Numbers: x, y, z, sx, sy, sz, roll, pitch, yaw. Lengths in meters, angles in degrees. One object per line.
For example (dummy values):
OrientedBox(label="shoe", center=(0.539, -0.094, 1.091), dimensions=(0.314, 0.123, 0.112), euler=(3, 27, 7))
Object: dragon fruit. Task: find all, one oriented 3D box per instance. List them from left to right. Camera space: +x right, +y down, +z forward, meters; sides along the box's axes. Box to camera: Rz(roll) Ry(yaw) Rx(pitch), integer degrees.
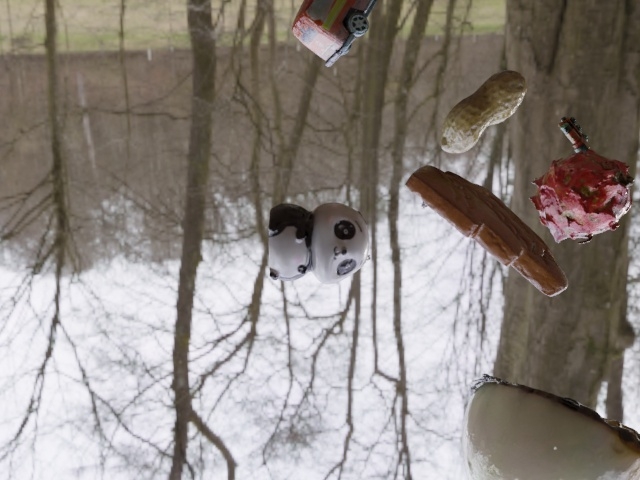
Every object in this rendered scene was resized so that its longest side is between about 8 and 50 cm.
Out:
OrientedBox(label="dragon fruit", center=(0.613, -0.110, 1.775), dimensions=(0.210, 0.205, 0.268), euler=(-26, 176, -24))

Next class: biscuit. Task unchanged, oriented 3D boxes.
OrientedBox(label="biscuit", center=(0.247, -0.037, 1.170), dimensions=(0.306, 0.043, 0.284), euler=(24, -156, -34))

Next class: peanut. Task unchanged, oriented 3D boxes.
OrientedBox(label="peanut", center=(0.352, -0.281, 1.693), dimensions=(0.229, 0.103, 0.098), euler=(-39, -155, 5))

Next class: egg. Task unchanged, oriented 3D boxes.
OrientedBox(label="egg", center=(0.329, 0.328, 1.118), dimensions=(0.286, 0.174, 0.264), euler=(27, 164, -11))

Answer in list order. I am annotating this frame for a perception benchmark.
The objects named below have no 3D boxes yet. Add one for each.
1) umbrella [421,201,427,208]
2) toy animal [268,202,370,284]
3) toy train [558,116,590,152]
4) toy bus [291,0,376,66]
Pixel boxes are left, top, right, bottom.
OrientedBox(label="umbrella", center=(0.213, -0.081, 1.537), dimensions=(0.031, 0.020, 0.083), euler=(-37, 174, -4))
OrientedBox(label="toy animal", center=(-0.004, 0.003, 1.761), dimensions=(0.235, 0.187, 0.165), euler=(2, -159, 7))
OrientedBox(label="toy train", center=(0.644, -0.268, 1.967), dimensions=(0.044, 0.103, 0.064), euler=(-33, -163, 34))
OrientedBox(label="toy bus", center=(0.054, -0.448, 1.363), dimensions=(0.120, 0.265, 0.121), euler=(31, 167, -12))
